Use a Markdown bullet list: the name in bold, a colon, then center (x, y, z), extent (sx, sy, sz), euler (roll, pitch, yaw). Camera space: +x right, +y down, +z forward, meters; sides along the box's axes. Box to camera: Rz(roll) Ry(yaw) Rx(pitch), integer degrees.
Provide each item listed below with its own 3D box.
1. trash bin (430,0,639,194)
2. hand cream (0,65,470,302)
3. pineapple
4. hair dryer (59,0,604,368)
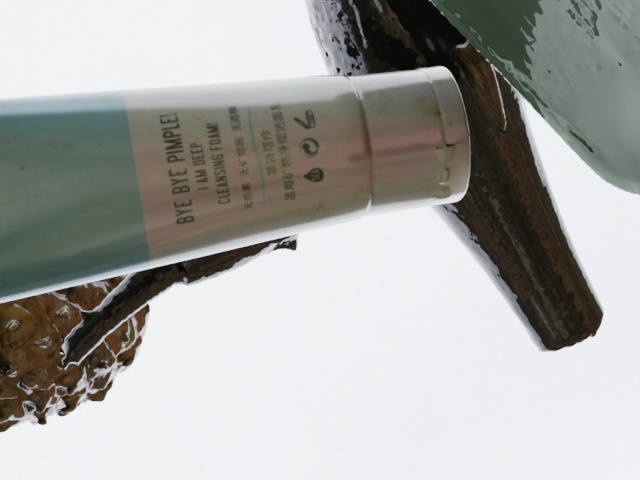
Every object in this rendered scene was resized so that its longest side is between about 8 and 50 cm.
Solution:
- **trash bin**: center (0.207, -0.203, 0.773), extent (0.223, 0.158, 0.343), euler (46, -118, 1)
- **hand cream**: center (-0.088, -0.025, 0.741), extent (0.312, 0.070, 0.111), euler (-8, -88, -11)
- **pineapple**: center (-0.247, 0.086, 1.096), extent (0.278, 0.158, 0.158), euler (-35, -57, -52)
- **hair dryer**: center (0.000, 0.000, 0.950), extent (0.359, 0.120, 0.304), euler (-36, -72, -25)
